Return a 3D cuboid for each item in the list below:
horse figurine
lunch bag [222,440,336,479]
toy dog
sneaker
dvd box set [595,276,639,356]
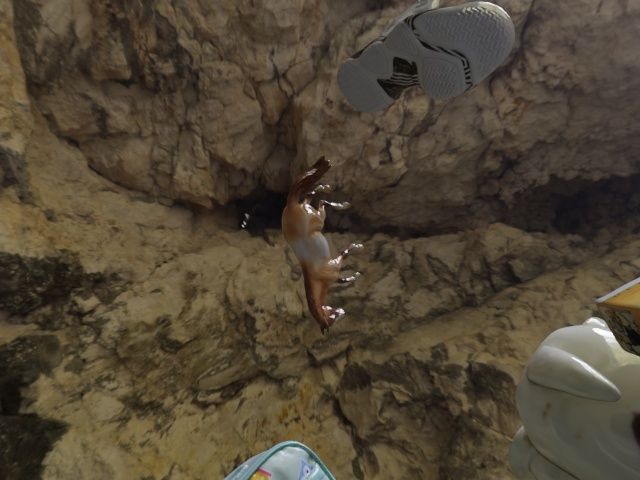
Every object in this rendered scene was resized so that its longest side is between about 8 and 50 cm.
[{"bbox_3d":[0.000,0.000,0.777,0.174,0.066,0.264,-27,-78,-48],"label":"horse figurine"},{"bbox_3d":[-0.070,0.350,0.440,0.279,0.108,0.224,-32,-96,-43],"label":"lunch bag"},{"bbox_3d":[0.467,0.258,0.536,0.285,0.407,0.395,-47,-48,-14],"label":"toy dog"},{"bbox_3d":[0.193,-0.340,0.788,0.210,0.365,0.137,-47,-66,-19],"label":"sneaker"},{"bbox_3d":[0.365,-0.004,0.235,0.307,0.420,0.062,-29,-100,11],"label":"dvd box set"}]
